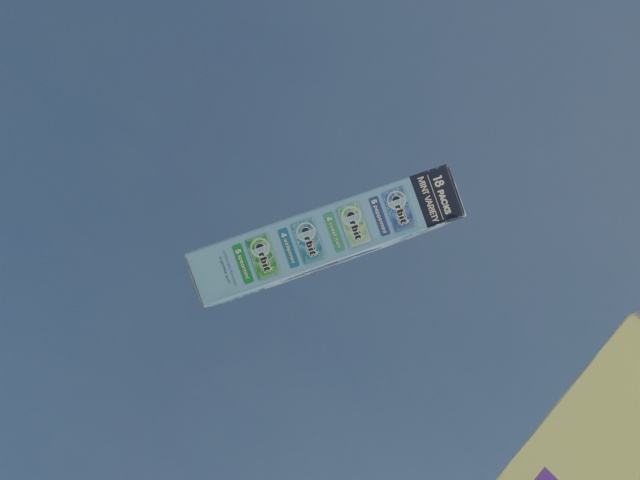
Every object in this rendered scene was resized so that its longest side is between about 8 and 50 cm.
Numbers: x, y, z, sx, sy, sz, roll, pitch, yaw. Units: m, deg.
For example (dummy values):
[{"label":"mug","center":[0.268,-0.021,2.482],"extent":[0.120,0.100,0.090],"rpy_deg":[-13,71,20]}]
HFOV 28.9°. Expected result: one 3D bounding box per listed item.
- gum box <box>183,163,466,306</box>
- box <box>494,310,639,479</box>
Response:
[{"label":"gum box","center":[0.000,0.000,0.888],"extent":[0.184,0.157,0.041],"rpy_deg":[-20,-92,-4]},{"label":"box","center":[0.157,0.193,0.532],"extent":[0.213,0.117,0.243],"rpy_deg":[44,-73,34]}]
